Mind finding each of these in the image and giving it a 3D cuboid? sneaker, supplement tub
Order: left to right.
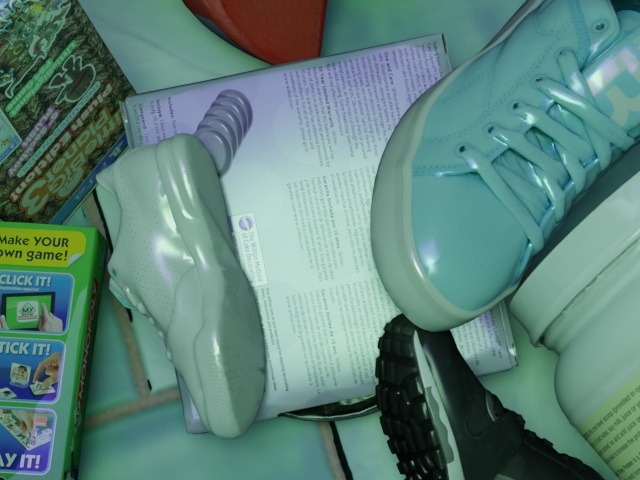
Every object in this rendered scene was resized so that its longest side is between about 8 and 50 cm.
[{"bbox_3d":[-0.102,0.038,0.970,0.094,0.080,0.212,-16,80,17],"label":"sneaker"},{"bbox_3d":[0.133,0.168,0.964,0.124,0.107,0.283,-22,96,-16],"label":"sneaker"},{"bbox_3d":[0.163,-0.094,0.948,0.135,0.150,0.366,43,56,-14],"label":"sneaker"},{"bbox_3d":[0.302,0.103,0.908,0.235,0.235,0.325,-39,75,-6],"label":"supplement tub"}]

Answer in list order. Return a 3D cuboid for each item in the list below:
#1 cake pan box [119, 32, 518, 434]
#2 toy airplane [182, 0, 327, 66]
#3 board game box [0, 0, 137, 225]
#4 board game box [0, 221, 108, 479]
[{"bbox_3d":[0.000,0.000,1.029,0.245,0.070,0.267,-13,85,4],"label":"cake pan box"},{"bbox_3d":[-0.107,-0.335,0.986,0.272,0.386,0.384,-26,73,-15],"label":"toy airplane"},{"bbox_3d":[-0.278,-0.147,0.997,0.232,0.291,0.141,37,82,14],"label":"board game box"},{"bbox_3d":[-0.323,0.087,1.000,0.317,0.046,0.213,3,73,5],"label":"board game box"}]
